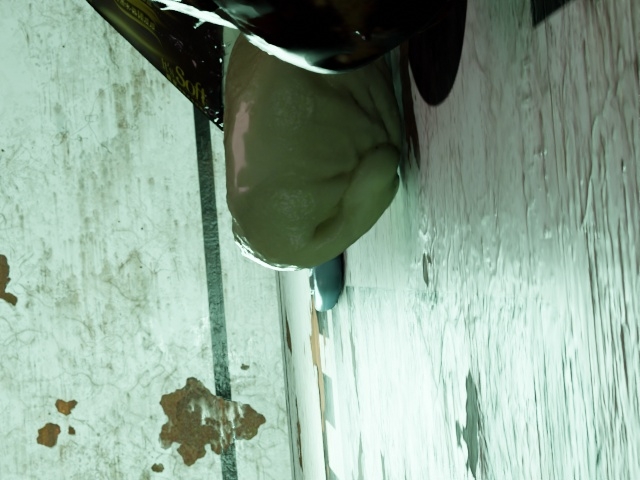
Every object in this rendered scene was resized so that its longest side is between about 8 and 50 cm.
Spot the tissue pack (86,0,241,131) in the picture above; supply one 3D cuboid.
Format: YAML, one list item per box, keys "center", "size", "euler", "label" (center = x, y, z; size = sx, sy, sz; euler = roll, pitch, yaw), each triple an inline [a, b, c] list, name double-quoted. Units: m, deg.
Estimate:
- center: [-0.151, -0.333, 1.961]
  size: [0.370, 0.198, 0.210]
  euler: [43, 146, 31]
  label: "tissue pack"

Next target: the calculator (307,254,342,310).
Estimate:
- center: [0.000, 0.000, 2.143]
  size: [0.302, 0.042, 0.188]
  euler: [108, 158, -78]
  label: "calculator"

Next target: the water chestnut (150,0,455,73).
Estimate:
- center: [-0.016, -0.252, 0.927]
  size: [0.300, 0.300, 0.300]
  euler: [176, 90, -85]
  label: "water chestnut"

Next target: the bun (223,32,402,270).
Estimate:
- center: [-0.002, -0.100, 1.431]
  size: [0.259, 0.160, 0.259]
  euler: [1, -90, -79]
  label: "bun"
